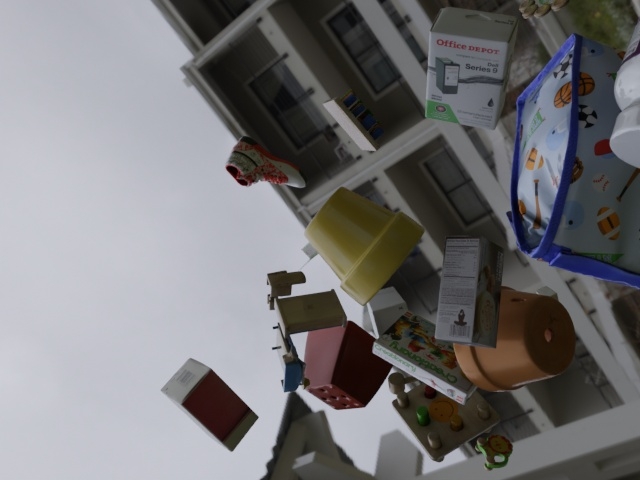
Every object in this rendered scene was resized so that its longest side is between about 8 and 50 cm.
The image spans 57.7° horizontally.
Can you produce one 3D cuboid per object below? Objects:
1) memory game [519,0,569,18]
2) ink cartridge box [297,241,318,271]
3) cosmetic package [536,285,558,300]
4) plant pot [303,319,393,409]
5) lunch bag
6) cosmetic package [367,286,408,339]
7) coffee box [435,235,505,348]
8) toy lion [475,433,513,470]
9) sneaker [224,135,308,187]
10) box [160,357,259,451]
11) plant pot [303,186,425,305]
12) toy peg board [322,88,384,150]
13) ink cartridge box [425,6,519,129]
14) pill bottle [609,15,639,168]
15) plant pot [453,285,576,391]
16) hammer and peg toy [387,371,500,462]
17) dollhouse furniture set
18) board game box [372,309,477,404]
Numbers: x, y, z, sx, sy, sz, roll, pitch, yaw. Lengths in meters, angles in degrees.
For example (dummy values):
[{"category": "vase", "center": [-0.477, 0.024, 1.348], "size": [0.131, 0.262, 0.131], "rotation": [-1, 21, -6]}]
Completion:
[{"category": "memory game", "center": [0.509, -0.540, 1.237], "size": [0.012, 0.186, 0.186], "rotation": [44, -151, -27]}, {"category": "ink cartridge box", "center": [0.000, 0.000, 1.932], "size": [0.056, 0.235, 0.171], "rotation": [47, -127, -4]}, {"category": "cosmetic package", "center": [0.734, 0.210, 1.863], "size": [0.115, 0.041, 0.060], "rotation": [67, 174, -24]}, {"category": "plant pot", "center": [0.085, 0.487, 2.188], "size": [0.267, 0.267, 0.236], "rotation": [39, -126, -23]}, {"category": "lunch bag", "center": [0.508, -0.101, 0.994], "size": [0.327, 0.239, 0.386], "rotation": [14, -116, -5]}, {"category": "cosmetic package", "center": [0.301, 0.338, 2.544], "size": [0.365, 0.155, 0.197], "rotation": [-84, -21, -85]}, {"category": "coffee box", "center": [0.359, 0.124, 1.387], "size": [0.141, 0.098, 0.247], "rotation": [22, -107, -49]}, {"category": "toy lion", "center": [0.473, 0.564, 1.558], "size": [0.100, 0.096, 0.034], "rotation": [-104, 15, -59]}, {"category": "sneaker", "center": [-0.182, -0.214, 1.904], "size": [0.270, 0.090, 0.145], "rotation": [33, -119, -7]}, {"category": "box", "center": [-0.313, 0.465, 1.651], "size": [0.127, 0.148, 0.232], "rotation": [-49, -60, -24]}, {"category": "plant pot", "center": [0.097, -0.003, 1.488], "size": [0.239, 0.254, 0.254], "rotation": [39, -155, 3]}, {"category": "toy peg board", "center": [0.098, -0.313, 1.463], "size": [0.161, 0.079, 0.160], "rotation": [47, 180, -13]}, {"category": "ink cartridge box", "center": [0.405, -0.466, 1.592], "size": [0.289, 0.211, 0.122], "rotation": [79, -148, -51]}, {"category": "pill bottle", "center": [0.499, -0.246, 0.771], "size": [0.169, 0.169, 0.302], "rotation": [33, -103, -44]}, {"category": "plant pot", "center": [0.525, 0.255, 1.537], "size": [0.290, 0.203, 0.291], "rotation": [7, -103, -29]}, {"category": "hammer and peg toy", "center": [0.377, 0.515, 1.898], "size": [0.361, 0.266, 0.127], "rotation": [50, 162, 52]}, {"category": "dollhouse furniture set", "center": [-0.056, 0.298, 1.924], "size": [0.198, 0.303, 0.286], "rotation": [-6, -141, -16]}, {"category": "board game box", "center": [0.332, 0.335, 1.709], "size": [0.305, 0.053, 0.193], "rotation": [26, -140, 29]}]
